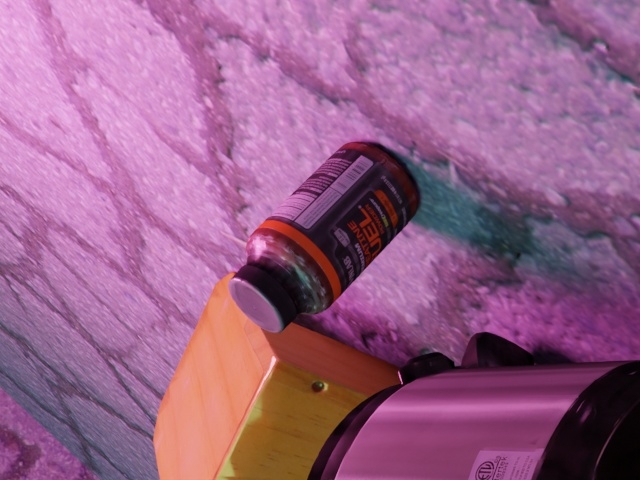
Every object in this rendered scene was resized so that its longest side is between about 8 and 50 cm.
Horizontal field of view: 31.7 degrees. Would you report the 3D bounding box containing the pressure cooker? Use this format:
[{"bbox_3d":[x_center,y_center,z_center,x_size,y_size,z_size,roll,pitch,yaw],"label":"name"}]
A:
[{"bbox_3d":[0.182,0.290,1.040,0.420,0.370,0.376,-12,104,50],"label":"pressure cooker"}]

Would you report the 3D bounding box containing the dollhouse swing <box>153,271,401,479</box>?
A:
[{"bbox_3d":[-0.047,0.261,1.487,0.315,0.347,0.305,23,-162,-8],"label":"dollhouse swing"}]

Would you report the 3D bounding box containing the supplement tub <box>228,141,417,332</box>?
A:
[{"bbox_3d":[0.000,0.000,1.098,0.106,0.198,0.106,34,153,20],"label":"supplement tub"}]
